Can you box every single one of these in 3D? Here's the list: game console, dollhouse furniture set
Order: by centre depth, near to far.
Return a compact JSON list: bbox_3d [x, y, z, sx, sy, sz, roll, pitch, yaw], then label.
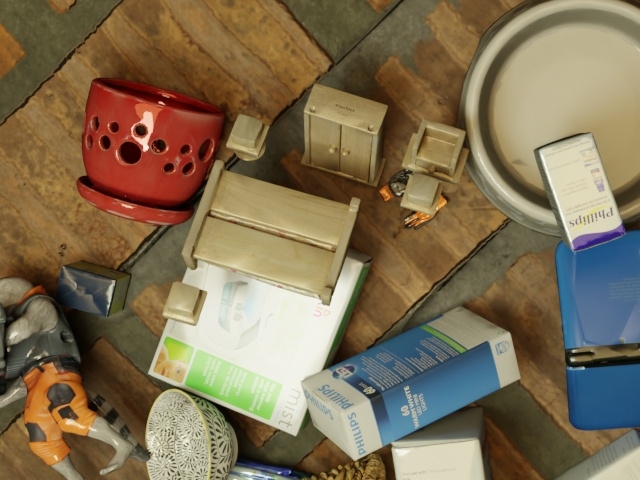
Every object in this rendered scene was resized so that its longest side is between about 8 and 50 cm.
[{"bbox_3d":[0.000,0.000,1.714,0.303,0.174,0.355,17,70,7],"label":"dollhouse furniture set"},{"bbox_3d":[0.473,0.119,1.759,0.293,0.173,0.250,-5,78,8],"label":"game console"}]

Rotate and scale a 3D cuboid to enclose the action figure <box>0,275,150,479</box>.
[{"bbox_3d":[-0.393,0.202,1.831,0.178,0.341,0.330,-21,79,-28],"label":"action figure"}]

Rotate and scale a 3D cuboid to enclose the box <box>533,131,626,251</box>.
[{"bbox_3d":[0.328,-0.063,1.652,0.072,0.126,0.137,-18,92,7],"label":"box"}]

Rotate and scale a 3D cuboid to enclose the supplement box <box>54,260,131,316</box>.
[{"bbox_3d":[-0.328,0.069,1.880,0.083,0.083,0.056,16,97,7],"label":"supplement box"}]

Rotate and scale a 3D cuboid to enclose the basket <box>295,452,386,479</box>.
[{"bbox_3d":[0.044,0.470,1.733,0.223,0.213,0.299,-14,105,-18],"label":"basket"}]

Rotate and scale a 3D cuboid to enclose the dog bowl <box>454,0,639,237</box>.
[{"bbox_3d":[0.351,-0.173,1.755,0.348,0.102,0.349,1,95,7],"label":"dog bowl"}]

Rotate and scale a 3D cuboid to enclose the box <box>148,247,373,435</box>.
[{"bbox_3d":[-0.080,0.105,1.828,0.231,0.127,0.262,23,96,8],"label":"box"}]

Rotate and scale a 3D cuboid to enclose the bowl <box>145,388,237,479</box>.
[{"bbox_3d":[-0.166,0.288,1.792,0.080,0.170,0.170,1,89,-37],"label":"bowl"}]

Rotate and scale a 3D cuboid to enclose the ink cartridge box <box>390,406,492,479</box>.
[{"bbox_3d":[0.180,0.389,1.766,0.121,0.211,0.289,-7,94,9],"label":"ink cartridge box"}]

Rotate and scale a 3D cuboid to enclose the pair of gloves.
[{"bbox_3d":[0.131,-0.061,1.841,0.074,0.010,0.083,-37,86,11],"label":"pair of gloves"}]

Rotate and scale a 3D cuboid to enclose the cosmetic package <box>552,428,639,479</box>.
[{"bbox_3d":[0.365,0.362,1.786,0.231,0.117,0.085,-36,88,10],"label":"cosmetic package"}]

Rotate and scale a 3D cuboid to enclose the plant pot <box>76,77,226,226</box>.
[{"bbox_3d":[-0.243,-0.121,1.801,0.191,0.191,0.174,18,99,6],"label":"plant pot"}]

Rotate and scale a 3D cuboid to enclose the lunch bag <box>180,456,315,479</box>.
[{"bbox_3d":[-0.105,0.402,1.870,0.219,0.090,0.176,9,96,8],"label":"lunch bag"}]

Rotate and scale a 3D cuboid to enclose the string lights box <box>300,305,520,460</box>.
[{"bbox_3d":[0.120,0.186,1.741,0.259,0.133,0.077,-24,112,-18],"label":"string lights box"}]
